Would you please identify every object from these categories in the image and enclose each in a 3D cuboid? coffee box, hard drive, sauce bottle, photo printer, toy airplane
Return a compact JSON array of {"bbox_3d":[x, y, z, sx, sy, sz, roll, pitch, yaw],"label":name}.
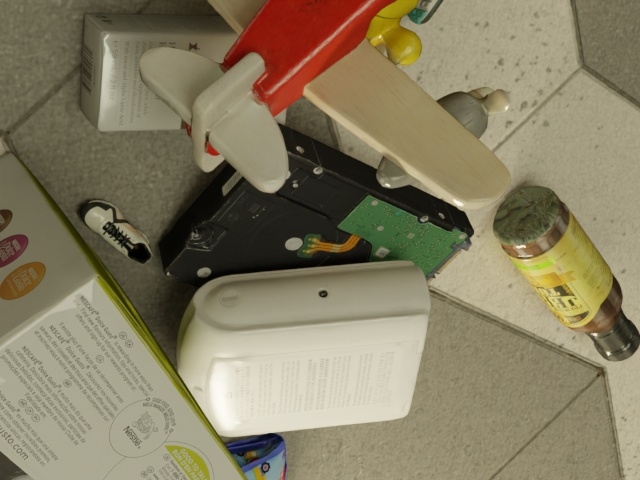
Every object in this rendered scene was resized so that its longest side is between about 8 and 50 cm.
[{"bbox_3d":[-0.336,0.172,1.293,0.334,0.337,0.338,-36,126,-8],"label":"coffee box"},{"bbox_3d":[0.000,0.000,1.513,0.339,0.064,0.237,22,125,-34],"label":"hard drive"},{"bbox_3d":[0.375,0.062,1.768,0.111,0.111,0.344,-45,126,-1],"label":"sauce bottle"},{"bbox_3d":[-0.028,0.142,1.527,0.307,0.107,0.256,-5,140,-8],"label":"photo printer"},{"bbox_3d":[0.004,-0.213,1.252,0.384,0.272,0.386,-3,85,9],"label":"toy airplane"}]

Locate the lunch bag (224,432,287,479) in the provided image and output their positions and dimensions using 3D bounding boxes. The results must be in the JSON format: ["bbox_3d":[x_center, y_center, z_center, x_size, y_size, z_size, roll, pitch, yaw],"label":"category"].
[{"bbox_3d":[-0.150,0.401,1.660,0.293,0.138,0.221,-15,119,-33],"label":"lunch bag"}]

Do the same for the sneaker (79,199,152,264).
[{"bbox_3d":[-0.240,-0.010,1.435,0.040,0.044,0.109,-49,125,5],"label":"sneaker"}]

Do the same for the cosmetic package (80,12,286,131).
[{"bbox_3d":[-0.150,-0.191,1.365,0.231,0.085,0.117,-5,117,-26],"label":"cosmetic package"}]

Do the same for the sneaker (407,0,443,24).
[{"bbox_3d":[0.165,-0.337,1.478,0.076,0.065,0.166,17,107,-38],"label":"sneaker"}]
